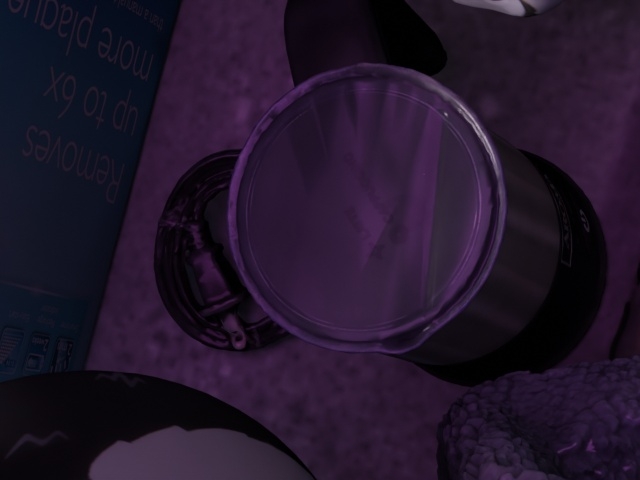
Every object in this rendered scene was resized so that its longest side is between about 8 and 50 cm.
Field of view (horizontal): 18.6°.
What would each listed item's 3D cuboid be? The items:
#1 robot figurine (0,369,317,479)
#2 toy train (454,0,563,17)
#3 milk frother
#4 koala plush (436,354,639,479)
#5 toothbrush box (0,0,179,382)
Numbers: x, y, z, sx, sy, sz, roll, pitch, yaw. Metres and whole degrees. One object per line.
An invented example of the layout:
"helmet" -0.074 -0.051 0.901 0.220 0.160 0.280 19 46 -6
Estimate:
"robot figurine" -0.049 0.133 0.478 0.209 0.278 0.173 7 105 -17
"toy train" 0.069 -0.211 0.589 0.190 0.142 0.334 21 64 21
"milk frother" 0.000 0.000 0.621 0.143 0.135 0.129 -37 71 12
"koala plush" 0.153 0.130 0.530 0.221 0.203 0.196 -4 92 -1
"toothbrush box" -0.172 0.000 0.641 0.126 0.216 0.295 14 86 22
